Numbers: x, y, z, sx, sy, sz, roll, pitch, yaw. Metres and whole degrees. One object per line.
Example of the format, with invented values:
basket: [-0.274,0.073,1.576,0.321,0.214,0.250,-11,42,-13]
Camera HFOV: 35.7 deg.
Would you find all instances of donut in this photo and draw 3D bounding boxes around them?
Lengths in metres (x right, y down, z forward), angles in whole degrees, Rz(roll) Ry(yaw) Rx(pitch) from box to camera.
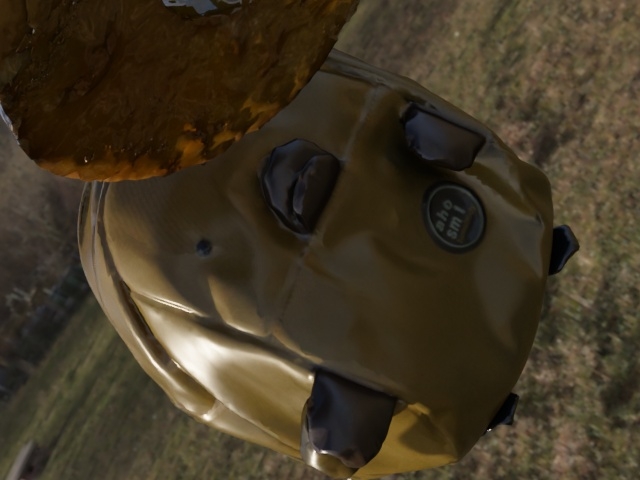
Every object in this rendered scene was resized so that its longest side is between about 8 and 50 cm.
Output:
donut: [-0.081,-0.162,0.516,0.277,0.108,0.277,-42,-23,-22]

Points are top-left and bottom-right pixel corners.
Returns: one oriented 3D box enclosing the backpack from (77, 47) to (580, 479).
backpack: [-0.002,0.004,0.765,0.201,0.378,0.353,129,162,-64]
